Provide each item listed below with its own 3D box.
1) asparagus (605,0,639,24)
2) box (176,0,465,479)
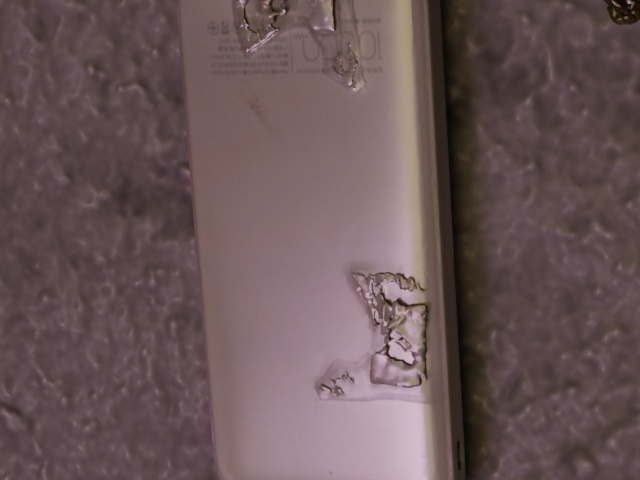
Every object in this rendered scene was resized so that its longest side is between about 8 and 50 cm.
[{"bbox_3d":[0.109,-0.151,0.788,0.018,0.015,0.127,-40,85,27],"label":"asparagus"},{"bbox_3d":[0.000,0.000,0.854,0.142,0.044,0.285,2,103,25],"label":"box"}]
